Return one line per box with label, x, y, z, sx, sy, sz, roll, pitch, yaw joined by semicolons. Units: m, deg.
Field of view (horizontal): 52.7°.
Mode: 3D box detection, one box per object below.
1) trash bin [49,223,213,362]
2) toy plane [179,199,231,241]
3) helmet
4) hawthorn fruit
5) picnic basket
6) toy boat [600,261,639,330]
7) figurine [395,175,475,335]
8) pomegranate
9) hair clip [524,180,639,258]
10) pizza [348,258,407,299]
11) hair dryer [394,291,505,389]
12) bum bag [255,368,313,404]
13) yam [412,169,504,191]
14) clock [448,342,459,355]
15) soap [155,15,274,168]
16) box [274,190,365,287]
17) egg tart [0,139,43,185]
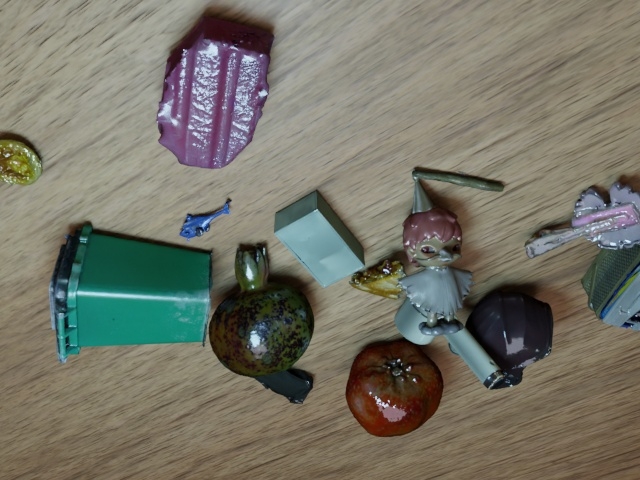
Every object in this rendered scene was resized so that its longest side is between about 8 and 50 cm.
trash bin;-0.468;0.142;1.626;0.380;0.295;0.259;4;129;-12
toy plane;-0.290;-0.051;1.617;0.167;0.054;0.062;-25;99;19
helmet;0.483;0.260;1.767;0.177;0.225;0.305;27;124;-15
hawthorn fruit;0.211;0.462;1.906;0.286;0.287;0.330;-1;135;0
picnic basket;0.821;0.091;1.687;0.165;0.139;0.267;11;128;-9
toy boat;0.801;0.103;1.550;0.129;0.088;0.295;13;128;-10
figurine;0.281;0.031;1.569;0.206;0.166;0.387;-5;94;-12
pomegranate;-0.165;0.180;1.693;0.284;0.285;0.341;-11;99;8
hair clip;0.656;-0.034;1.610;0.300;0.069;0.173;-21;105;27
pizza;0.172;0.092;1.702;0.154;0.069;0.194;20;151;-16
hair dryer;0.360;0.254;1.693;0.128;0.362;0.203;-6;138;-41
bum bag;-0.145;0.404;1.969;0.142;0.080;0.326;-31;127;30
yam;0.333;-0.147;1.559;0.234;0.027;0.029;9;130;-10
clock;0.426;0.313;1.939;0.085;0.017;0.085;0;129;-1
soap;-0.228;-0.297;1.365;0.220;0.127;0.325;12;129;-9
box;0.000;0.000;1.635;0.129;0.086;0.225;-28;124;19
egg tart;-0.710;-0.183;1.497;0.130;0.052;0.131;-1;128;-2
